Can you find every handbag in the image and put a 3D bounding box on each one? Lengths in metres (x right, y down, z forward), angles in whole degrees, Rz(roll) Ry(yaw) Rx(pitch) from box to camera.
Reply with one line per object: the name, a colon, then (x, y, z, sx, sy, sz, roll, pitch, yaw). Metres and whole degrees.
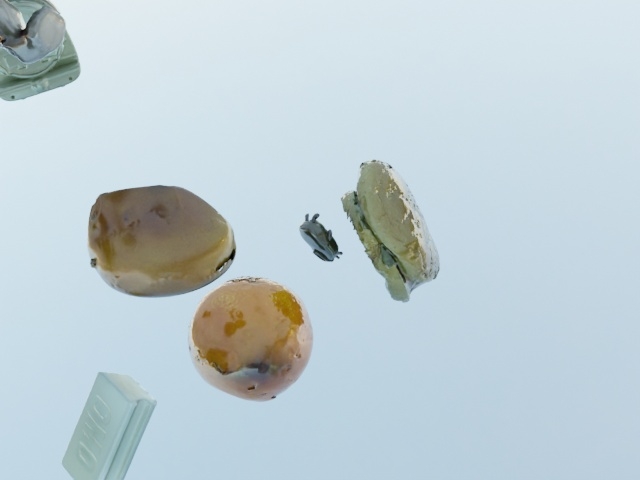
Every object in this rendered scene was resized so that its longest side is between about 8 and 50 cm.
handbag: (0.000, 0.000, 2.098, 0.072, 0.111, 0.047, 4, -133, 53)

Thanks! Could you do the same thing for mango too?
mango: (-0.252, 0.013, 1.736, 0.236, 0.136, 0.166, -9, -117, -11)

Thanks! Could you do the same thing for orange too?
orange: (-0.137, 0.192, 2.093, 0.246, 0.246, 0.246, -16, -150, 9)

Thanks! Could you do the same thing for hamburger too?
hamburger: (0.146, -0.024, 2.167, 0.134, 0.285, 0.265, -29, 170, 5)

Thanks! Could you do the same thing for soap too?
soap: (-0.376, 0.341, 1.916, 0.066, 0.198, 0.119, 10, -162, -49)

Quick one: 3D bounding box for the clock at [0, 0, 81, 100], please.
clock: (-0.495, -0.337, 1.801, 0.151, 0.191, 0.062, -20, -150, -9)

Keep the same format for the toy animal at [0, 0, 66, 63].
toy animal: (-0.442, -0.385, 1.262, 0.194, 0.344, 0.302, 4, -179, -43)
